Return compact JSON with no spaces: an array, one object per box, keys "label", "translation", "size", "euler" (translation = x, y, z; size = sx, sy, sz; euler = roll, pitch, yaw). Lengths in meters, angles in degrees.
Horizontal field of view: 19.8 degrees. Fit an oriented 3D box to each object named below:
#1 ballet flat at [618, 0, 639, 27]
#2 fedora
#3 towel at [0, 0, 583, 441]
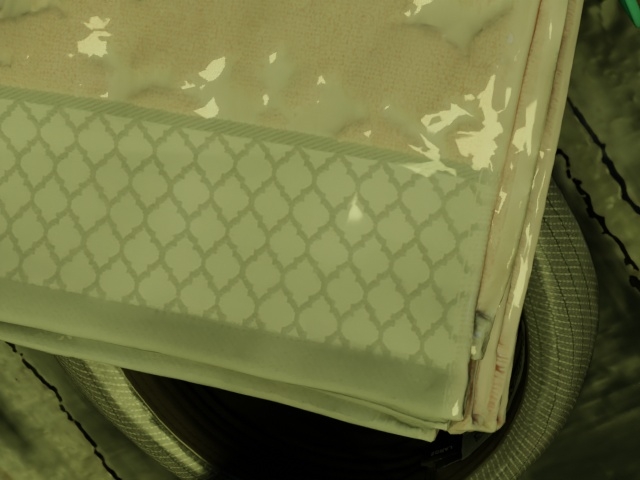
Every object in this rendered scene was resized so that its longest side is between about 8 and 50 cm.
[{"label":"ballet flat","translation":[0.102,-0.186,0.738],"size":[0.079,0.077,0.221],"euler":[-37,111,9]},{"label":"fedora","translation":[0.000,0.000,0.834],"size":[0.244,0.124,0.275],"euler":[-35,107,25]},{"label":"towel","translation":[-0.065,-0.107,0.700],"size":[0.332,0.053,0.317],"euler":[11,96,19]}]
